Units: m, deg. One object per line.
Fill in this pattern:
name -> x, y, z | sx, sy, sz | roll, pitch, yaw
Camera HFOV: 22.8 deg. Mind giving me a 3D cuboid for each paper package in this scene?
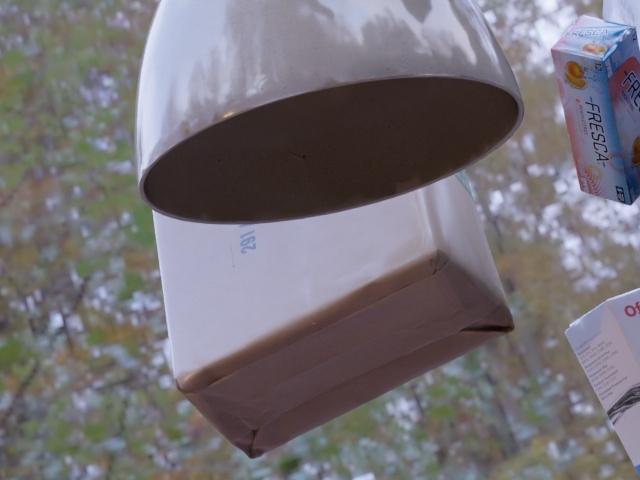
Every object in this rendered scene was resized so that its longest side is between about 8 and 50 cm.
paper package -> 0.000, 0.000, 1.605 | 0.309, 0.325, 0.168 | -27, -44, 15

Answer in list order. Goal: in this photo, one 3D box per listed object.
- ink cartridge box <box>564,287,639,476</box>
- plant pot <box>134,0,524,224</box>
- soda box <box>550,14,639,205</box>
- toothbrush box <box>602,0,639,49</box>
ink cartridge box -> 0.363, 0.143, 1.606 | 0.148, 0.203, 0.086 | -17, -17, -32
plant pot -> -0.009, -0.148, 1.173 | 0.284, 0.191, 0.284 | -11, -16, -3
soda box -> 0.275, -0.123, 1.523 | 0.058, 0.063, 0.183 | -46, -44, -27
toothbrush box -> 0.444, -0.236, 1.538 | 0.283, 0.206, 0.122 | -14, -48, -9
